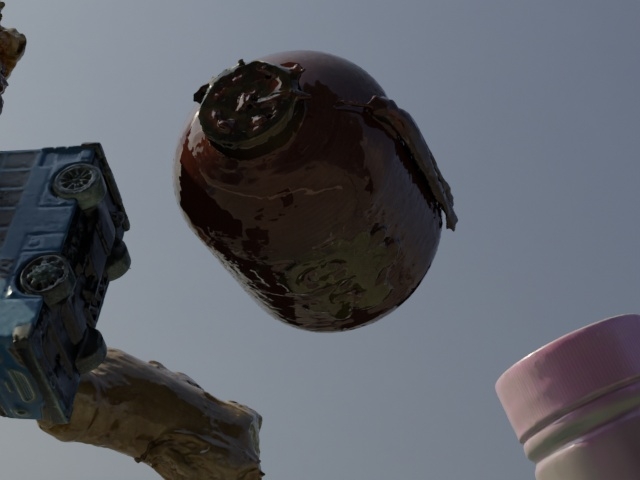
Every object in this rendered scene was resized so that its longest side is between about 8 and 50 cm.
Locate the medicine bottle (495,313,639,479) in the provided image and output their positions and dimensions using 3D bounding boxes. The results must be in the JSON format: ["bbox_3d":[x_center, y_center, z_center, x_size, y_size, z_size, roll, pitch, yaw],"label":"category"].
[{"bbox_3d":[0.354,0.265,1.456,0.202,0.316,0.202,-20,-20,-8],"label":"medicine bottle"}]

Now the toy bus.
[{"bbox_3d":[-0.194,0.027,0.848,0.106,0.185,0.090,-1,-45,10],"label":"toy bus"}]

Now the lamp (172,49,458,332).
[{"bbox_3d":[0.001,-0.033,0.926,0.180,0.180,0.258,1,-27,25],"label":"lamp"}]

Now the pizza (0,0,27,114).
[{"bbox_3d":[-0.279,-0.101,0.931,0.069,0.194,0.154,41,-81,-3],"label":"pizza"}]

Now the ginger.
[{"bbox_3d":[-0.136,0.135,0.988,0.213,0.074,0.137,21,12,-18],"label":"ginger"}]
